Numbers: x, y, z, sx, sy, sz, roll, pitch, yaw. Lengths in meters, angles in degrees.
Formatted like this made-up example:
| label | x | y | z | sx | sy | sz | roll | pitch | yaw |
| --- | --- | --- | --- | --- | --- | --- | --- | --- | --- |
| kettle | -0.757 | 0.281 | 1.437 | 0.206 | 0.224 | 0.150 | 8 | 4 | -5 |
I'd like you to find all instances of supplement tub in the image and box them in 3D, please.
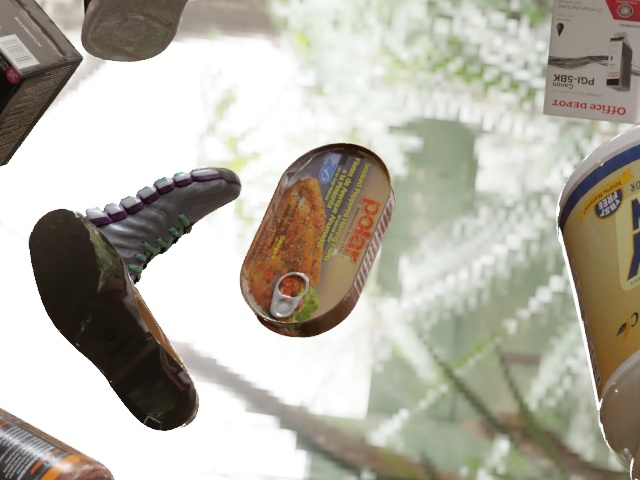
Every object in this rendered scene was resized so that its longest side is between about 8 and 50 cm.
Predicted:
| label | x | y | z | sx | sy | sz | roll | pitch | yaw |
| --- | --- | --- | --- | --- | --- | --- | --- | --- | --- |
| supplement tub | 0.335 | 0.073 | 1.659 | 0.228 | 0.228 | 0.316 | 90 | 174 | -52 |
| supplement tub | -0.255 | 0.224 | 1.748 | 0.106 | 0.198 | 0.106 | -36 | -42 | -41 |

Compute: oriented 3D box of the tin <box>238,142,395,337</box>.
| label | x | y | z | sx | sy | sz | roll | pitch | yaw |
| --- | --- | --- | --- | --- | --- | --- | --- | --- | --- |
| tin | 0.000 | 0.000 | 1.709 | 0.190 | 0.106 | 0.040 | -66 | -30 | -27 |

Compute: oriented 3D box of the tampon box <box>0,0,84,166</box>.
| label | x | y | z | sx | sy | sz | roll | pitch | yaw |
| --- | --- | --- | --- | --- | --- | --- | --- | --- | --- |
| tampon box | -0.334 | -0.157 | 1.906 | 0.161 | 0.120 | 0.101 | -48 | -13 | 32 |

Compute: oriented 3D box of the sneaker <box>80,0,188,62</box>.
| label | x | y | z | sx | sy | sz | roll | pitch | yaw |
| --- | --- | --- | --- | --- | --- | --- | --- | --- | --- |
| sneaker | -0.123 | -0.267 | 1.525 | 0.296 | 0.104 | 0.147 | 137 | 133 | -57 |

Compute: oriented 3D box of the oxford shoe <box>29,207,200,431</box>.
| label | x | y | z | sx | sy | sz | roll | pitch | yaw |
| --- | --- | --- | --- | --- | --- | --- | --- | --- | --- |
| oxford shoe | -0.171 | 0.069 | 1.613 | 0.212 | 0.076 | 0.076 | 57 | -179 | 10 |

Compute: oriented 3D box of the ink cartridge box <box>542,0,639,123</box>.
| label | x | y | z | sx | sy | sz | roll | pitch | yaw |
| --- | --- | --- | --- | --- | --- | --- | --- | --- | --- |
| ink cartridge box | 0.282 | -0.188 | 1.978 | 0.056 | 0.099 | 0.135 | -17 | -67 | -69 |

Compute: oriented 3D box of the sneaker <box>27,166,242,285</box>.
| label | x | y | z | sx | sy | sz | roll | pitch | yaw |
| --- | --- | --- | --- | --- | --- | --- | --- | --- | --- |
| sneaker | -0.176 | 0.004 | 1.970 | 0.083 | 0.223 | 0.098 | 80 | 169 | -68 |
